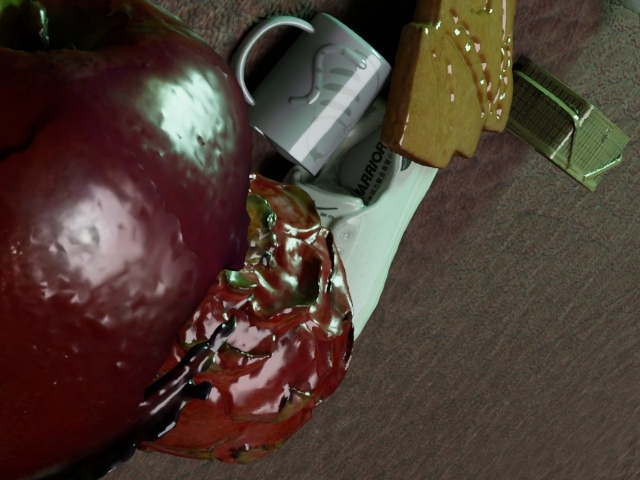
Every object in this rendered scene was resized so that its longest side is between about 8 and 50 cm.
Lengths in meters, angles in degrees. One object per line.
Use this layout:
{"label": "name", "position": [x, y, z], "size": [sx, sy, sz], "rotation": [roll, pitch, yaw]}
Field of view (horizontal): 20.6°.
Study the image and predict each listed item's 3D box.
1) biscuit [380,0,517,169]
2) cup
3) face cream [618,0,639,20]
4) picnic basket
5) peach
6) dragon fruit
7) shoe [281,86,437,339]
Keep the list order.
{"label": "biscuit", "position": [0.138, -0.181, 1.770], "size": [0.306, 0.043, 0.284], "rotation": [-57, 147, -41]}
{"label": "cup", "position": [-0.012, -0.147, 1.684], "size": [0.133, 0.099, 0.136], "rotation": [-50, 150, 0]}
{"label": "face cream", "position": [0.368, -0.334, 1.938], "size": [0.145, 0.145, 0.370], "rotation": [-45, 150, -10]}
{"label": "picnic basket", "position": [0.279, -0.133, 2.054], "size": [0.079, 0.115, 0.164], "rotation": [-53, 149, 6]}
{"label": "peach", "position": [-0.240, -0.001, 1.339], "size": [0.353, 0.339, 0.417], "rotation": [5, 128, -10]}
{"label": "dragon fruit", "position": [-0.105, 0.069, 1.633], "size": [0.277, 0.277, 0.342], "rotation": [-35, 156, -24]}
{"label": "shoe", "position": [0.000, 0.000, 1.807], "size": [0.363, 0.131, 0.160], "rotation": [-59, 159, 6]}
